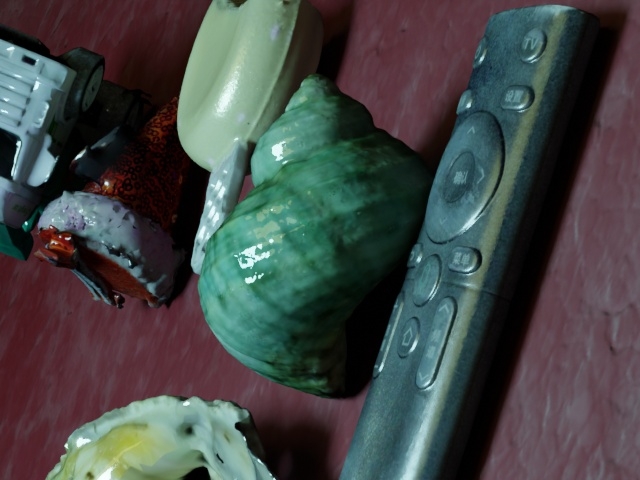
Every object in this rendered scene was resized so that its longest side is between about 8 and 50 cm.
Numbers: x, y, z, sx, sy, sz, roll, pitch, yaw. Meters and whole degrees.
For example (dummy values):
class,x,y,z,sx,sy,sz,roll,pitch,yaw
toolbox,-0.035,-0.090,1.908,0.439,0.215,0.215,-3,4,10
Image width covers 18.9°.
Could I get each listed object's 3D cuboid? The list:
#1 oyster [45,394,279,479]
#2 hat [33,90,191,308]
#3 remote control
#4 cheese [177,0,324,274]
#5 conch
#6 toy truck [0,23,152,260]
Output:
class,x,y,z,sx,sy,sz,roll,pitch,yaw
oyster,-0.107,0.200,1.290,0.275,0.100,0.271,-44,33,22
hat,-0.146,-0.056,1.580,0.129,0.140,0.227,17,72,41
remote control,0.070,0.049,1.091,0.107,0.044,0.377,7,78,63
cheese,-0.068,-0.085,1.457,0.163,0.071,0.248,-16,54,67
conch,-0.003,0.002,1.198,0.188,0.122,0.176,-61,-4,6
toy truck,-0.265,-0.089,1.690,0.363,0.177,0.178,83,-151,-82
